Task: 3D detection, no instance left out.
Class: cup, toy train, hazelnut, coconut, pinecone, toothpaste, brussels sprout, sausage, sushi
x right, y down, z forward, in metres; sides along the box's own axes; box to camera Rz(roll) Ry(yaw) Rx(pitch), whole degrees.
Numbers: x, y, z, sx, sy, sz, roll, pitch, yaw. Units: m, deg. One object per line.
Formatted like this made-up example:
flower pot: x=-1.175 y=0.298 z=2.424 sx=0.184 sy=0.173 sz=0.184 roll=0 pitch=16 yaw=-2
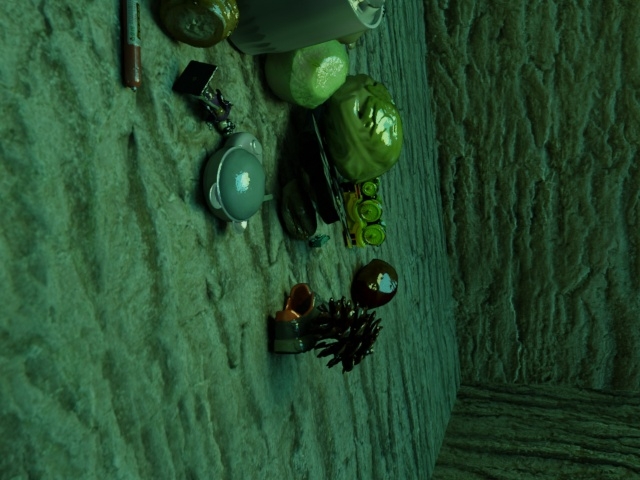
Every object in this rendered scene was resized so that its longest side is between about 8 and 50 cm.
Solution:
cup: x=-0.047 y=-0.596 z=1.325 sx=0.253 sy=0.371 sz=0.254 roll=18 pitch=69 yaw=-59
toy train: x=0.000 y=0.000 z=1.774 sx=0.092 sy=0.045 sz=0.029 roll=-34 pitch=121 yaw=-58
hazelnut: x=0.201 y=0.167 z=2.090 sx=0.201 sy=0.160 sz=0.170 roll=-27 pitch=103 yaw=-23
coconut: x=-0.046 y=-0.481 z=1.543 sx=0.204 sy=0.235 sz=0.236 roll=-5 pitch=93 yaw=-38
pinecone: x=0.060 y=0.244 z=1.466 sx=0.207 sy=0.207 sz=0.208 roll=-3 pitch=90 yaw=-65
toothpaste: x=-0.002 y=-0.434 z=1.803 sx=0.065 sy=0.050 sz=0.267 roll=55 pitch=40 yaw=-50
brussels sprout: x=0.124 y=-0.331 z=1.697 sx=0.328 sy=0.247 sz=0.328 roll=158 pitch=-90 yaw=-80
sausage: x=-0.360 y=-0.407 z=1.051 sx=0.034 sy=0.034 sz=0.254 roll=-2 pitch=89 yaw=-65
toy train: x=0.150 y=-0.112 z=1.978 sx=0.100 sy=0.160 sz=0.297 roll=-59 pitch=143 yaw=-64
sushi: x=-0.011 y=-0.169 z=1.633 sx=0.296 sy=0.099 sz=0.373 roll=64 pitch=12 yaw=-51

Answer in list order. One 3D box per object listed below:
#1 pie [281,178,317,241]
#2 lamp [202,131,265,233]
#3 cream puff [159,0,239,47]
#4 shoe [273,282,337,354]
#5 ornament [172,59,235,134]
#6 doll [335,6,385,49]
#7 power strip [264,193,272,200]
pie: x=-0.058 y=-0.093 z=1.627 sx=0.194 sy=0.078 sz=0.163 roll=59 pitch=24 yaw=-44
lamp: x=-0.187 y=-0.151 z=1.313 sx=0.179 sy=0.107 sz=0.246 roll=61 pitch=35 yaw=-51
cream puff: x=-0.252 y=-0.483 z=1.151 sx=0.165 sy=0.150 sz=0.115 roll=17 pitch=57 yaw=-19
shoe: x=-0.033 y=0.199 z=1.600 sx=0.336 sy=0.132 sz=0.171 roll=-22 pitch=104 yaw=-58
ornament: x=-0.244 y=-0.297 z=1.246 sx=0.081 sy=0.088 sz=0.203 roll=-58 pitch=154 yaw=-21
doll: x=0.112 y=-0.783 z=1.747 sx=0.350 sy=0.247 sz=0.247 roll=-58 pitch=175 yaw=34
power strip: x=-0.157 y=-0.112 z=1.468 sx=0.083 sy=0.027 sz=0.017 roll=-25 pitch=111 yaw=-61
